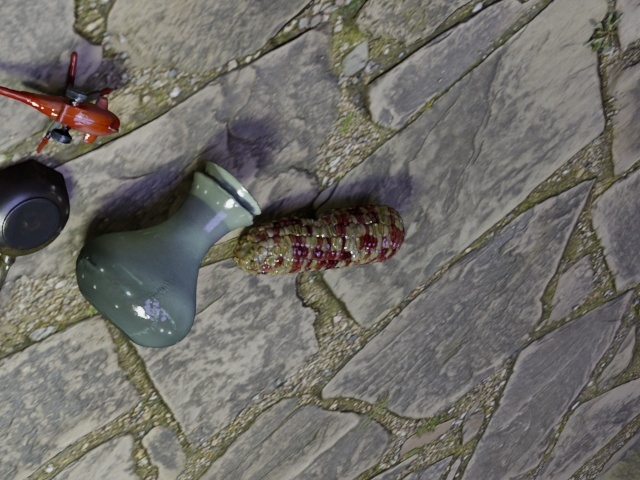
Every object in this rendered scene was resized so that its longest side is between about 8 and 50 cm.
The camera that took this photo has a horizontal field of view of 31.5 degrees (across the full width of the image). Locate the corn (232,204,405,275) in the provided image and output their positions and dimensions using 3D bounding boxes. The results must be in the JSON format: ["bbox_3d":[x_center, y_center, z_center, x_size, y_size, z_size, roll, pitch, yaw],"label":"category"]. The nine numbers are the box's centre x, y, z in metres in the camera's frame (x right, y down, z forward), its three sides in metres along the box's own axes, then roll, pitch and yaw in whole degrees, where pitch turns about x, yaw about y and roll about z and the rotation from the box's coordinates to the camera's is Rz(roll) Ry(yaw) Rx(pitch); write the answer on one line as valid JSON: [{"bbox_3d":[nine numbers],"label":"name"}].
[{"bbox_3d":[0.000,0.000,1.738,0.289,0.098,0.098,-7,128,-31],"label":"corn"}]

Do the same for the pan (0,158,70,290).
[{"bbox_3d":[-0.374,-0.004,1.457,0.128,0.048,0.202,-22,136,-25],"label":"pan"}]

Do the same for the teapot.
[{"bbox_3d":[-0.199,0.016,1.537,0.251,0.183,0.183,-47,142,-13],"label":"teapot"}]

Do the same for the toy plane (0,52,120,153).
[{"bbox_3d":[-0.323,-0.170,1.341,0.126,0.077,0.194,-52,131,-3],"label":"toy plane"}]
